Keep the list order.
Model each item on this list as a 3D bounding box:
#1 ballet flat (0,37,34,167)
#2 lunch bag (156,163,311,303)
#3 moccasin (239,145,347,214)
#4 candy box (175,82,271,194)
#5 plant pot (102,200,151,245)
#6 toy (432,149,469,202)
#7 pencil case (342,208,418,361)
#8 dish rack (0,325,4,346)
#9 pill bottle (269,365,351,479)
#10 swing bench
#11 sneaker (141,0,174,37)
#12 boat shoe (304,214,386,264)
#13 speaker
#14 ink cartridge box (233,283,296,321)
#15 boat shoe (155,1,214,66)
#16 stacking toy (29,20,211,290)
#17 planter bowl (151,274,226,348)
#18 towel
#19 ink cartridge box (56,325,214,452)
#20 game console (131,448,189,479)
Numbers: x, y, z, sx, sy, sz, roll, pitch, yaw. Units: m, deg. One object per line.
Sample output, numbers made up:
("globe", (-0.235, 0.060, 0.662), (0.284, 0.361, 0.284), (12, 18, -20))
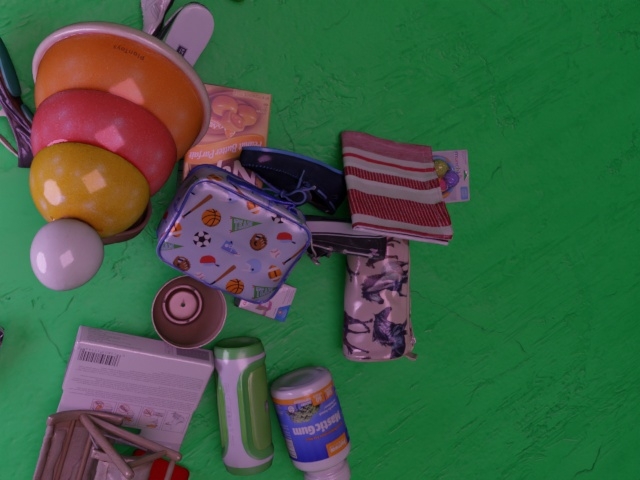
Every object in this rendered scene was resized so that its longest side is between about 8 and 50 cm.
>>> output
("ballet flat", (-0.634, -0.272, 1.384), (0.096, 0.095, 0.280), (-23, 102, -5))
("lunch bag", (-0.176, -0.014, 1.458), (0.303, 0.115, 0.243), (26, 108, -22))
("moccasin", (-0.044, -0.126, 1.535), (0.342, 0.138, 0.116), (14, 90, -47))
("candy box", (-0.221, -0.182, 1.544), (0.183, 0.087, 0.316), (5, 92, -20))
("plant pot", (-0.481, -0.068, 1.420), (0.237, 0.237, 0.109), (26, 126, -20))
("toy", (0.290, -0.159, 1.755), (0.237, 0.056, 0.136), (-6, 97, -20))
("pencil case", (0.150, 0.087, 1.662), (0.184, 0.160, 0.410), (2, 94, 6))
("dish rack", (-0.788, 0.179, 1.372), (0.271, 0.074, 0.208), (43, 80, -20))
("pill bottle", (-0.014, 0.451, 1.638), (0.152, 0.152, 0.271), (-19, 100, -18))
("swing bench", (-0.460, 0.515, 1.426), (0.165, 0.255, 0.253), (6, 104, -61))
("sneaker", (-0.365, -0.494, 1.490), (0.061, 0.054, 0.152), (23, 80, -11))
("boat shoe", (0.001, -0.001, 1.580), (0.307, 0.113, 0.104), (3, 100, 10))
("speaker", (-0.177, 0.378, 1.584), (0.131, 0.131, 0.296), (-7, 97, -20))
("ink cartridge box", (-0.131, 0.132, 1.622), (0.123, 0.052, 0.088), (21, 87, -19))
("boat shoe", (-0.336, -0.382, 1.482), (0.108, 0.102, 0.301), (26, 106, -28))
("stacking toy", (-0.417, -0.125, 1.249), (0.351, 0.351, 0.479), (24, 53, -21))
("planter bowl", (-0.299, 0.151, 1.530), (0.162, 0.109, 0.162), (-2, 94, -20))
("towel", (0.171, -0.130, 1.592), (0.237, 0.328, 0.037), (8, 134, -13))
("ink cartridge box", (-0.418, 0.335, 1.525), (0.297, 0.066, 0.261), (15, 114, -21))
("game console", (-0.391, 0.567, 1.564), (0.144, 0.085, 0.124), (30, 111, -17))
